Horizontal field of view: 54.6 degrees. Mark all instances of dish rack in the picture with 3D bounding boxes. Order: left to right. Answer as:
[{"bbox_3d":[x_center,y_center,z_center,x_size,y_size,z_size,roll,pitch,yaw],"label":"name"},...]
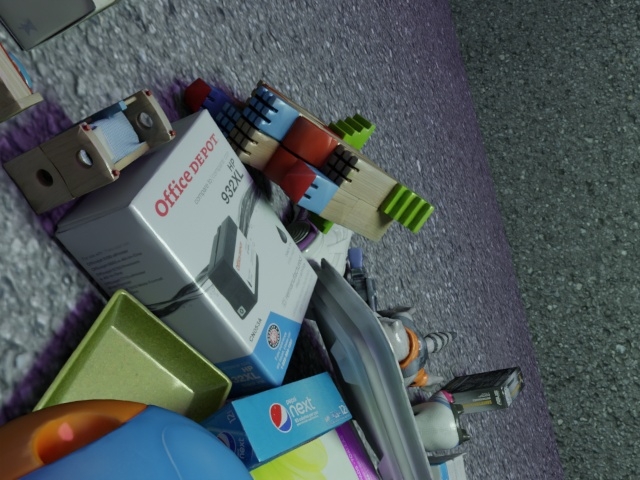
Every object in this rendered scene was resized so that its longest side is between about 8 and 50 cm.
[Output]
[{"bbox_3d":[0.060,0.215,0.963,0.285,0.072,0.332,46,-22,62],"label":"dish rack"}]

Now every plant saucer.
[{"bbox_3d":[-0.206,0.181,0.681,0.188,0.045,0.188,47,37,-22],"label":"plant saucer"}]

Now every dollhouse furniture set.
[{"bbox_3d":[-0.278,-0.151,0.669,0.183,0.129,0.129,62,29,-21],"label":"dollhouse furniture set"}]

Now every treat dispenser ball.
[{"bbox_3d":[-0.172,0.265,0.464,0.288,0.288,0.288,38,44,-48],"label":"treat dispenser ball"}]

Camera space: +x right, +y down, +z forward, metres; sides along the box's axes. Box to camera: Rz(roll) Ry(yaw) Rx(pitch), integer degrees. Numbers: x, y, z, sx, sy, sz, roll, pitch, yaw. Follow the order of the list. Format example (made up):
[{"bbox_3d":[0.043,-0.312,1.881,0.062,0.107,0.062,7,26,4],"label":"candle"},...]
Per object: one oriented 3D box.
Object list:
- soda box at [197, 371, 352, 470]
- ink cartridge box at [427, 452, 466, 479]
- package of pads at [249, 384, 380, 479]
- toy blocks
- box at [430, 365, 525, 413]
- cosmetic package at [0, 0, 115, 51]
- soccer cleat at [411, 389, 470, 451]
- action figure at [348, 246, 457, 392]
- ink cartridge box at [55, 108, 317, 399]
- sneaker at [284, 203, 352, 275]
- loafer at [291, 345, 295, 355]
[{"bbox_3d":[-0.049,0.218,0.745,0.210,0.067,0.071,4,53,-60],"label":"soda box"},{"bbox_3d":[0.238,0.490,1.295,0.180,0.104,0.060,17,61,-58],"label":"ink cartridge box"},{"bbox_3d":[-0.032,0.334,0.841,0.297,0.101,0.229,4,56,-60],"label":"package of pads"},{"bbox_3d":[-0.043,-0.145,0.940,0.261,0.190,0.381,23,17,-48],"label":"toy blocks"},{"bbox_3d":[0.404,0.384,1.577,0.231,0.183,0.056,-3,77,-62],"label":"box"},{"bbox_3d":[-0.287,-0.373,0.774,0.153,0.129,0.296,59,31,-27],"label":"cosmetic package"},{"bbox_3d":[0.232,0.391,1.349,0.331,0.143,0.115,63,18,-75],"label":"soccer cleat"},{"bbox_3d":[0.163,0.175,1.264,0.330,0.179,0.341,20,60,-69],"label":"action figure"},{"bbox_3d":[-0.150,0.022,0.809,0.307,0.129,0.223,57,32,-28],"label":"ink cartridge box"},{"bbox_3d":[0.000,0.000,1.150,0.305,0.114,0.152,-53,134,-50],"label":"sneaker"},{"bbox_3d":[-0.071,0.177,0.968,0.039,0.045,0.125,46,40,-31],"label":"loafer"}]
